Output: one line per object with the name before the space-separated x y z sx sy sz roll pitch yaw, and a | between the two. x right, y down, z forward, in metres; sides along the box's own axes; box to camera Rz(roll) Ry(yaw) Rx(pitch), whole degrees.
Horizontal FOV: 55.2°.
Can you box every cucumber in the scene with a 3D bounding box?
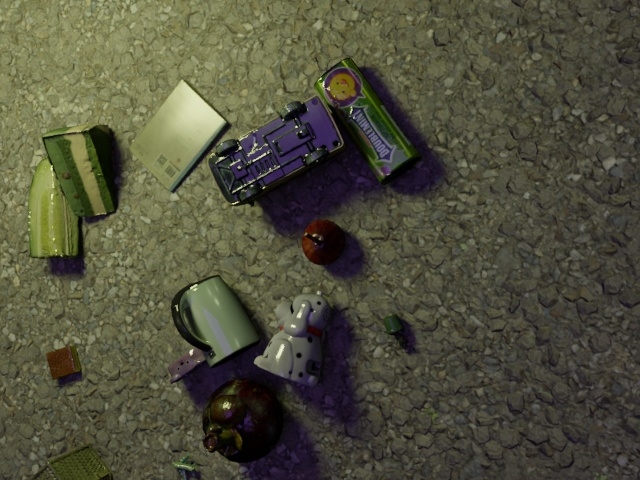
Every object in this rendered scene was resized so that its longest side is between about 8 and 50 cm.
cucumber | -0.843 -0.097 1.941 0.145 0.105 0.326 -8 85 25

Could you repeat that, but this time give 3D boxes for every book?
book | -0.438 -0.321 1.872 0.215 0.025 0.283 46 100 11

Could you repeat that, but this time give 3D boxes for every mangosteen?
mangosteen | -0.232 0.503 1.649 0.231 0.289 0.232 6 104 26

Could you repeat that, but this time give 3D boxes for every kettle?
kettle | -0.310 0.226 1.720 0.161 0.221 0.236 -36 78 36

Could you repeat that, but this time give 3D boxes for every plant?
plant | 0.207 0.253 1.659 0.051 0.051 0.102 -25 88 13

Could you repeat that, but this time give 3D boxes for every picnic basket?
picnic basket | -0.750 0.732 1.835 0.134 0.196 0.154 -42 79 10

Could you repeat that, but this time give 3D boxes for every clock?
clock | -0.055 0.256 1.682 0.188 0.189 0.254 13 79 16
clock | -0.383 0.357 1.789 0.152 0.110 0.050 -36 82 11

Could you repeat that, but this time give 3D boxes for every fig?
fig | 0.007 -0.006 1.688 0.128 0.150 0.128 -1 52 1

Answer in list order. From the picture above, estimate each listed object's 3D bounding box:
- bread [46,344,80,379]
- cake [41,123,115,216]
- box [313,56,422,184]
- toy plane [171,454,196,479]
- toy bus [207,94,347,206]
bread | -0.819 0.389 1.949 0.094 0.035 0.090 -19 84 14
cake | -0.728 -0.234 1.920 0.157 0.172 0.284 -7 120 2
box | 0.129 -0.325 1.675 0.134 0.097 0.346 -35 80 11
toy plane | -0.405 0.675 1.826 0.083 0.033 0.080 7 91 23
toy bus | -0.114 -0.237 1.690 0.365 0.202 0.177 -27 88 10
